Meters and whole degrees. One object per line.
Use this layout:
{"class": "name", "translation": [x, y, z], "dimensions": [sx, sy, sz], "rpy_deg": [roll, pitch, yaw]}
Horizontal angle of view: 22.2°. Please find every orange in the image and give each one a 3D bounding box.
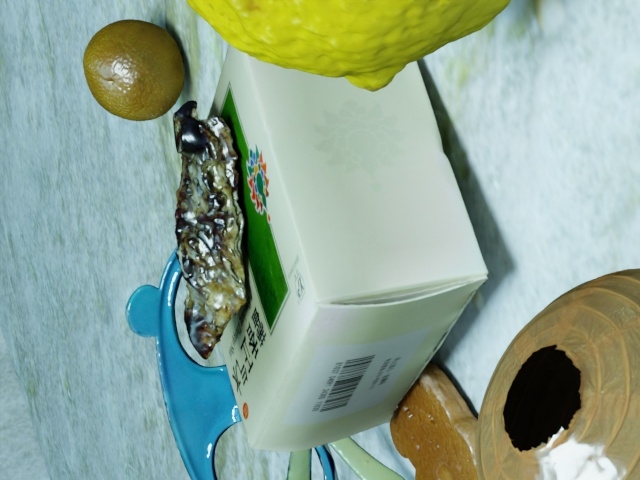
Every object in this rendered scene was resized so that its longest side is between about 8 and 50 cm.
{"class": "orange", "translation": [-0.138, -0.127, 1.219], "dimensions": [0.085, 0.085, 0.085], "rpy_deg": [163, 90, -71]}

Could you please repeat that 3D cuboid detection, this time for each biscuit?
{"class": "biscuit", "translation": [0.075, 0.127, 0.926], "dimensions": [0.102, 0.019, 0.130], "rpy_deg": [99, 148, -51]}

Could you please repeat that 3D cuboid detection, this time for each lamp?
{"class": "lamp", "translation": [0.121, 0.077, 0.587], "dimensions": [0.136, 0.136, 0.136], "rpy_deg": [163, 90, -71]}

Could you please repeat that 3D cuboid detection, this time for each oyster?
{"class": "oyster", "translation": [-0.061, -0.007, 0.868], "dimensions": [0.086, 0.029, 0.132], "rpy_deg": [140, 121, -70]}

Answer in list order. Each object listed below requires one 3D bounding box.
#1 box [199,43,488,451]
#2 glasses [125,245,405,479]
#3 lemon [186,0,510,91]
{"class": "box", "translation": [0.000, 0.000, 0.890], "dimensions": [0.212, 0.095, 0.168], "rpy_deg": [113, 142, -61]}
{"class": "glasses", "translation": [-0.010, 0.105, 1.089], "dimensions": [0.207, 0.102, 0.239], "rpy_deg": [-2, 104, 42]}
{"class": "lemon", "translation": [0.007, -0.162, 0.650], "dimensions": [0.180, 0.180, 0.193], "rpy_deg": [143, 110, -70]}
